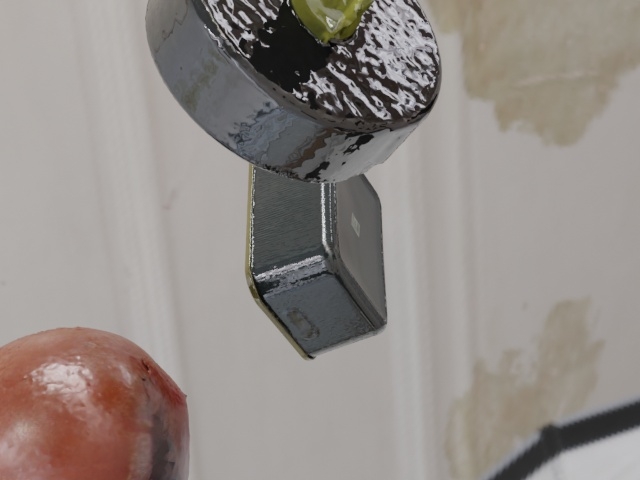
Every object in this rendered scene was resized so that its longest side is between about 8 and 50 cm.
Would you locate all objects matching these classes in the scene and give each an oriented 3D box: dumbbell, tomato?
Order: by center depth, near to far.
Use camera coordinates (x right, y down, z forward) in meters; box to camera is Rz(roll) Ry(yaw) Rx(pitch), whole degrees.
[{"bbox_3d":[0.046,-0.202,0.890,0.204,0.203,0.322,-15,-23,-44],"label":"dumbbell"},{"bbox_3d":[-0.201,0.176,1.172,0.208,0.184,0.208,-6,-90,-75],"label":"tomato"}]

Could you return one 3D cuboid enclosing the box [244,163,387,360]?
[{"bbox_3d":[0.000,0.000,1.386,0.144,0.090,0.201,55,-155,-41],"label":"box"}]
